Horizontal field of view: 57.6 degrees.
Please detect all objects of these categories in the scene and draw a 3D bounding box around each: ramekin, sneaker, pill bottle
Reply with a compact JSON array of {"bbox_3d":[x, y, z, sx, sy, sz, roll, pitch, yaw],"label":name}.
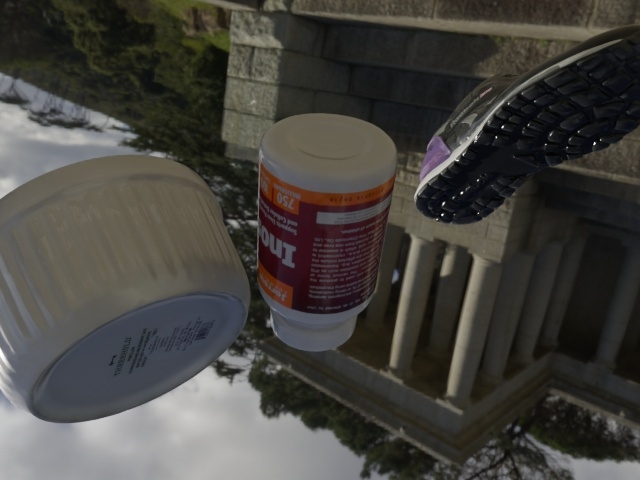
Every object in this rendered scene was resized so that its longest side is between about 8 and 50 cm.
[{"bbox_3d":[-0.152,0.046,0.442,0.207,0.207,0.109,-6,-128,-45],"label":"ramekin"},{"bbox_3d":[0.189,-0.130,0.564,0.107,0.124,0.283,23,149,-21],"label":"sneaker"},{"bbox_3d":[0.000,0.000,0.392,0.086,0.152,0.086,3,-144,-2],"label":"pill bottle"}]
